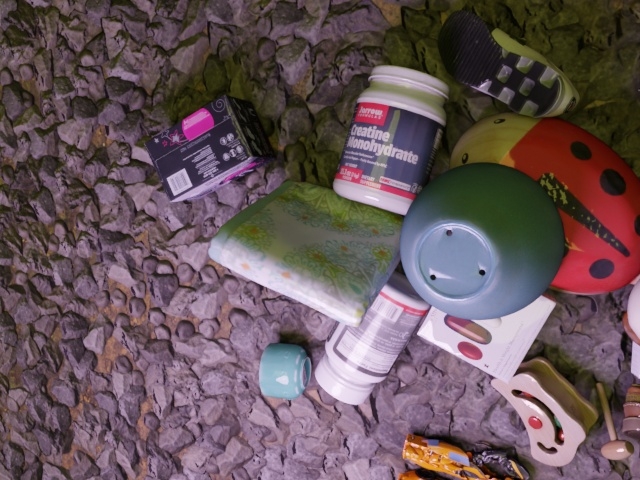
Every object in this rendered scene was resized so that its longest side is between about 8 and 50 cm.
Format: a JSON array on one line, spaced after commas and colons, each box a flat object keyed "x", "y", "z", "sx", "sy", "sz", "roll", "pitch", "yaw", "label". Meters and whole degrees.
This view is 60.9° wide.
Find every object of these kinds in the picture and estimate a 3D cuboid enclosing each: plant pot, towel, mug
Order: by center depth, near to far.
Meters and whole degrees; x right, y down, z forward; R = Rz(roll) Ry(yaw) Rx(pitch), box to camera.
[{"x": 0.258, "y": 0.016, "z": 0.942, "sx": 0.290, "sy": 0.195, "sz": 0.290, "roll": 6, "pitch": 103, "yaw": 27, "label": "plant pot"}, {"x": 0.000, "y": 0.000, "z": 1.127, "sx": 0.320, "sy": 0.374, "sz": 0.090, "roll": 22, "pitch": 123, "yaw": 15, "label": "towel"}, {"x": -0.075, "y": 0.319, "z": 1.323, "sx": 0.097, "sy": 0.158, "sz": 0.129, "roll": 0, "pitch": 72, "yaw": 17, "label": "mug"}]

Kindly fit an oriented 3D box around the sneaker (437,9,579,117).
[{"x": 0.373, "y": -0.345, "z": 1.095, "sx": 0.330, "sy": 0.146, "sz": 0.122, "roll": 53, "pitch": 130, "yaw": 31, "label": "sneaker"}]

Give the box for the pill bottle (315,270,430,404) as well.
[{"x": 0.111, "y": 0.212, "z": 1.217, "sx": 0.161, "sy": 0.161, "sz": 0.283, "roll": 32, "pitch": 106, "yaw": 13, "label": "pill bottle"}]

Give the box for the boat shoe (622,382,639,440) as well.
[{"x": 0.740, "y": 0.362, "z": 1.041, "sx": 0.307, "sy": 0.110, "sz": 0.104, "roll": 20, "pitch": 65, "yaw": -1, "label": "boat shoe"}]

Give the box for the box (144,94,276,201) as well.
[{"x": -0.260, "y": -0.213, "z": 1.306, "sx": 0.247, "sy": 0.142, "sz": 0.163, "roll": -25, "pitch": 89, "yaw": 21, "label": "box"}]

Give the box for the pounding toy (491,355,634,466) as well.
[{"x": 0.502, "y": 0.360, "z": 1.149, "sx": 0.269, "sy": 0.155, "sz": 0.154, "roll": 48, "pitch": 137, "yaw": 18, "label": "pounding toy"}]

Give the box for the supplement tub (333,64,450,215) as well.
[{"x": 0.148, "y": -0.201, "z": 1.130, "sx": 0.191, "sy": 0.191, "sz": 0.272, "roll": 17, "pitch": 95, "yaw": 16, "label": "supplement tub"}]

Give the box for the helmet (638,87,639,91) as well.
[{"x": 0.667, "y": -0.252, "z": 0.970, "sx": 0.169, "sy": 0.169, "sz": 0.161, "roll": -9, "pitch": 109, "yaw": 20, "label": "helmet"}]

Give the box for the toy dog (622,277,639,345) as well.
[{"x": 0.693, "y": 0.054, "z": 0.864, "sx": 0.408, "sy": 0.284, "sz": 0.395, "roll": -35, "pitch": 75, "yaw": -8, "label": "toy dog"}]

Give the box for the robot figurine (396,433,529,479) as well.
[{"x": 0.320, "y": 0.555, "z": 1.225, "sx": 0.291, "sy": 0.085, "sz": 0.211, "roll": 13, "pitch": 101, "yaw": 17, "label": "robot figurine"}]

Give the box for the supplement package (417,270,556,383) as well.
[{"x": 0.343, "y": 0.147, "z": 1.135, "sx": 0.203, "sy": 0.149, "sz": 0.194, "roll": 27, "pitch": 104, "yaw": 13, "label": "supplement package"}]

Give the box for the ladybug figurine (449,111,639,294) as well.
[{"x": 0.453, "y": -0.073, "z": 1.048, "sx": 0.449, "sy": 0.162, "sz": 0.305, "roll": 39, "pitch": 97, "yaw": 9, "label": "ladybug figurine"}]

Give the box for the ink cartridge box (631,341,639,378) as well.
[{"x": 0.706, "y": 0.160, "z": 1.034, "sx": 0.206, "sy": 0.045, "sz": 0.208, "roll": 1, "pitch": 98, "yaw": -1, "label": "ink cartridge box"}]
